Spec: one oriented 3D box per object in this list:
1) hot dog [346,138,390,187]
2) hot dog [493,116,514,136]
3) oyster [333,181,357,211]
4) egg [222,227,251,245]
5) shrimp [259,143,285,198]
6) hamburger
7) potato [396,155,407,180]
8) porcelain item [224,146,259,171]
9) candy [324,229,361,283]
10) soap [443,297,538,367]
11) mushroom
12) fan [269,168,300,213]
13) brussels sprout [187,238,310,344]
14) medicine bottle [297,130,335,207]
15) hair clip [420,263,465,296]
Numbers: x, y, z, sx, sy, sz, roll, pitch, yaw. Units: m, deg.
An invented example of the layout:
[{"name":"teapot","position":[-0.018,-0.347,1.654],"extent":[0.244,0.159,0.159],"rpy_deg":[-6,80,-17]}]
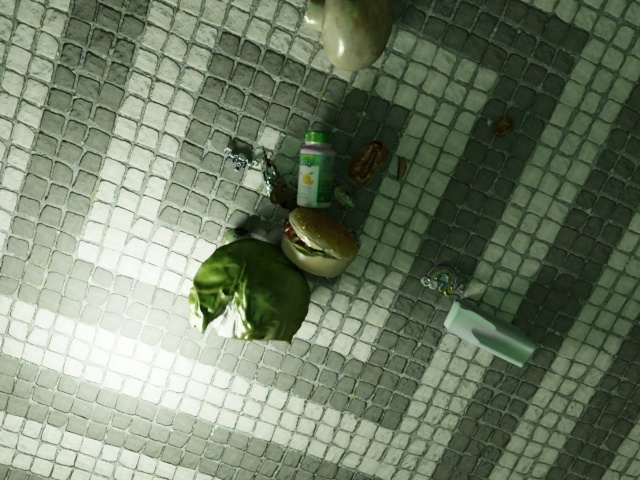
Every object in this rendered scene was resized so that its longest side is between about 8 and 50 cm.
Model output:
[{"name":"hot dog","position":[0.177,-0.292,1.653],"extent":[0.108,0.059,0.191],"rpy_deg":[36,96,-14]},{"name":"hot dog","position":[0.693,-0.429,1.654],"extent":[0.083,0.035,0.058],"rpy_deg":[-41,104,6]},{"name":"oyster","position":[0.091,-0.172,1.688],"extent":[0.086,0.029,0.132],"rpy_deg":[-15,99,-5]},{"name":"egg","position":[-0.319,-0.008,1.676],"extent":[0.110,0.085,0.085],"rpy_deg":[-14,102,-2]},{"name":"shrimp","position":[-0.186,-0.246,1.626],"extent":[0.079,0.090,0.233],"rpy_deg":[-5,118,19]},{"name":"hamburger","position":[0.000,0.000,1.589],"extent":[0.301,0.302,0.170],"rpy_deg":[25,113,-7]},{"name":"potato","position":[0.314,-0.273,1.672],"extent":[0.036,0.037,0.093],"rpy_deg":[1,101,-7]},{"name":"porcelain item","position":[-0.305,-0.292,1.649],"extent":[0.136,0.021,0.075],"rpy_deg":[24,104,-7]},{"name":"candy","position":[0.080,0.064,1.730],"extent":[0.094,0.051,0.226],"rpy_deg":[31,97,2]},{"name":"soap","position":[0.654,0.354,1.733],"extent":[0.346,0.208,0.115],"rpy_deg":[27,100,-8]},{"name":"mushroom","position":[0.089,-0.729,1.478],"extent":[0.290,0.297,0.298],"rpy_deg":[24,103,30]},{"name":"fan","position":[-0.097,-0.217,1.651],"extent":[0.152,0.008,0.227],"rpy_deg":[28,86,-38]},{"name":"brussels sprout","position":[-0.252,0.177,1.599],"extent":[0.424,0.342,0.361],"rpy_deg":[11,85,-10]},{"name":"medicine bottle","position":[-0.013,-0.262,1.612],"extent":[0.133,0.133,0.275],"rpy_deg":[5,101,-3]},{"name":"hair clip","position":[0.500,0.157,1.772],"extent":[0.172,0.049,0.116],"rpy_deg":[26,87,1]}]
